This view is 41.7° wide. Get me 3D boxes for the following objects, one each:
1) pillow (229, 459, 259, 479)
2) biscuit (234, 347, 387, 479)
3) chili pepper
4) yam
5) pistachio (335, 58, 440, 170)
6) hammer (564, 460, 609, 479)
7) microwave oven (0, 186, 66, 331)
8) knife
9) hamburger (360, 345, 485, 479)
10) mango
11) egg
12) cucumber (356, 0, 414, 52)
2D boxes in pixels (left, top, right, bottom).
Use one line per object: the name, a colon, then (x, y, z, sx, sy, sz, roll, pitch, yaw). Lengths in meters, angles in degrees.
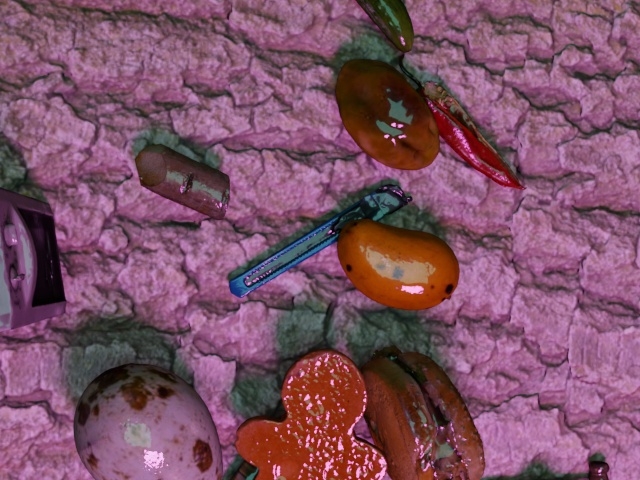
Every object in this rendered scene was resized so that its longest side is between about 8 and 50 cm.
pillow: (-0.081, 0.362, 1.183, 0.113, 0.038, 0.203, 35, 86, -7)
biscuit: (-0.015, 0.300, 1.133, 0.206, 0.049, 0.323, 9, 98, 3)
chili pepper: (0.198, -0.164, 1.223, 0.268, 0.059, 0.050, 47, 123, -6)
yam: (-0.191, -0.084, 1.168, 0.147, 0.070, 0.069, 25, 86, -6)
pistachio: (0.089, -0.174, 1.183, 0.110, 0.100, 0.189, -37, 93, -9)
hammer: (0.279, 0.354, 1.227, 0.293, 0.029, 0.058, 1, 87, -4)
microwave oven: (-0.454, 0.027, 1.025, 0.238, 0.295, 0.181, -7, 90, -6)
knife: (0.000, 0.000, 1.207, 0.297, 0.026, 0.044, -32, 103, -6)
hamburger: (0.134, 0.237, 1.137, 0.122, 0.189, 0.215, -22, 75, -13)
mango: (0.107, 0.037, 1.183, 0.178, 0.090, 0.115, 13, 89, -6)
egg: (-0.220, 0.266, 1.108, 0.169, 0.169, 0.231, -40, 104, -6)
cucumber: (0.059, -0.377, 1.209, 0.056, 0.056, 0.250, -40, 95, -5)
